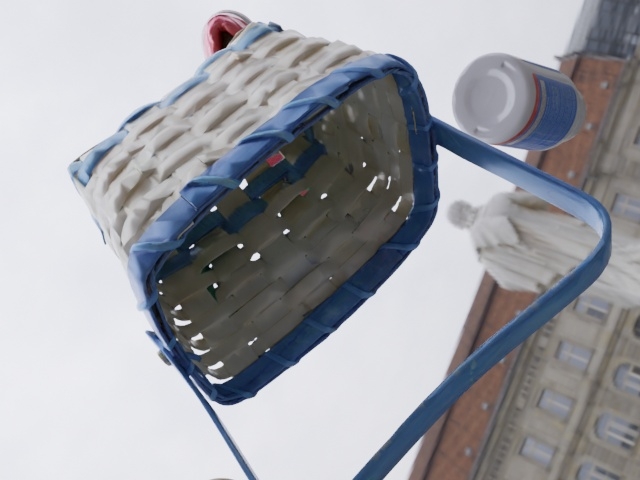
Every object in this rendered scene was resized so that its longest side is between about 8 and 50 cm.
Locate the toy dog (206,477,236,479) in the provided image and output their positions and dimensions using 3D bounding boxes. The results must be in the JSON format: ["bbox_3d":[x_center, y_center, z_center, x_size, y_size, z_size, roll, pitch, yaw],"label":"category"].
[{"bbox_3d":[-0.006,0.342,0.762,0.220,0.333,0.161,52,-130,-43],"label":"toy dog"}]

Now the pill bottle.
[{"bbox_3d":[0.293,-0.191,1.191,0.221,0.124,0.124,0,-71,-49],"label":"pill bottle"}]

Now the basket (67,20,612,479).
[{"bbox_3d":[0.000,0.000,0.538,0.255,0.289,0.201,-38,-41,-12],"label":"basket"}]

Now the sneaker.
[{"bbox_3d":[-0.105,-0.196,1.263,0.136,0.116,0.314,-91,-23,-80],"label":"sneaker"}]
